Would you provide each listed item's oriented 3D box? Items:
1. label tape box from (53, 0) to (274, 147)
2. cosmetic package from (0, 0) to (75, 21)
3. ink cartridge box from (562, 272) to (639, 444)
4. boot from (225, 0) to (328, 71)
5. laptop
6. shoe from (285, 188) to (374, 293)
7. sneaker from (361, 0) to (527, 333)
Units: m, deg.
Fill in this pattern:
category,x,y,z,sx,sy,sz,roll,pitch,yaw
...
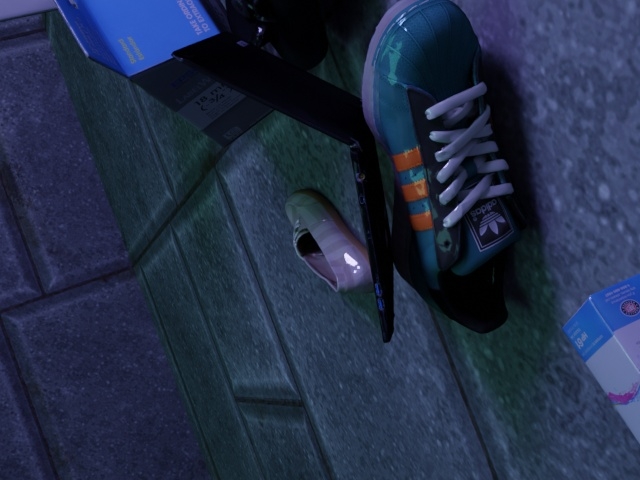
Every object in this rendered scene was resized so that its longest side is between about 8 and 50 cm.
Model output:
category,x,y,z,sx,sy,sz,roll,pitch,yaw
label tape box,-0.185,-0.263,0.958,0.240,0.106,0.334,58,-172,15
cosmetic package,-0.355,-0.421,1.186,0.155,0.366,0.196,31,137,61
ink cartridge box,0.228,0.081,0.548,0.122,0.089,0.052,60,158,25
boot,-0.098,-0.287,0.869,0.246,0.094,0.207,35,162,13
laptop,-0.017,-0.063,0.794,0.234,0.137,0.264,-74,-25,-71
shoe,0.000,0.000,1.108,0.219,0.058,0.076,46,149,48
sneaker,0.116,-0.051,0.708,0.121,0.108,0.302,47,158,46
